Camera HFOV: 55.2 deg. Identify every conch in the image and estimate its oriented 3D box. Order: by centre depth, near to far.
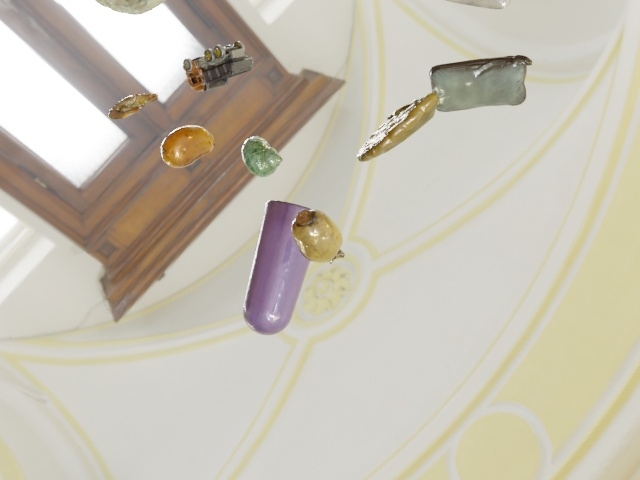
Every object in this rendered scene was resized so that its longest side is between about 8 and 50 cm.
[{"bbox_3d":[-0.251,-0.357,2.588,0.176,0.188,0.122,-58,177,-34],"label":"conch"}]

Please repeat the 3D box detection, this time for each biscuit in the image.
[{"bbox_3d":[0.258,-0.380,2.050,0.329,0.078,0.335,-38,-169,16],"label":"biscuit"}]

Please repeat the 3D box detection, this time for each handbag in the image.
[{"bbox_3d":[0.539,-0.526,2.068,0.332,0.191,0.075,-1,-131,17],"label":"handbag"}]

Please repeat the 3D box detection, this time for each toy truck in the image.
[{"bbox_3d":[-0.257,-0.433,1.536,0.192,0.092,0.083,-4,-160,42],"label":"toy truck"}]

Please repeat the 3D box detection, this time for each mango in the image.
[{"bbox_3d":[-0.357,-0.257,1.632,0.084,0.105,0.159,20,-142,24],"label":"mango"}]

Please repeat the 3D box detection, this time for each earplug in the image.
[{"bbox_3d":[-0.141,0.103,2.113,0.215,0.215,0.456,3,-105,49],"label":"earplug"}]

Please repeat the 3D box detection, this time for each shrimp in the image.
[{"bbox_3d":[-0.538,-0.386,1.750,0.162,0.045,0.095,-14,-152,17],"label":"shrimp"}]

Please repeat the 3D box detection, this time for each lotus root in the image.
[{"bbox_3d":[0.000,0.000,1.731,0.125,0.221,0.118,-14,-137,26],"label":"lotus root"}]

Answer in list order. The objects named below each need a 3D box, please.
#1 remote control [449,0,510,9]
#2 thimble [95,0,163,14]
[{"bbox_3d":[0.492,-0.787,1.954,0.229,0.044,0.073,16,-108,11],"label":"remote control"},{"bbox_3d":[-0.591,-0.854,1.883,0.291,0.291,0.195,-22,-154,31],"label":"thimble"}]
